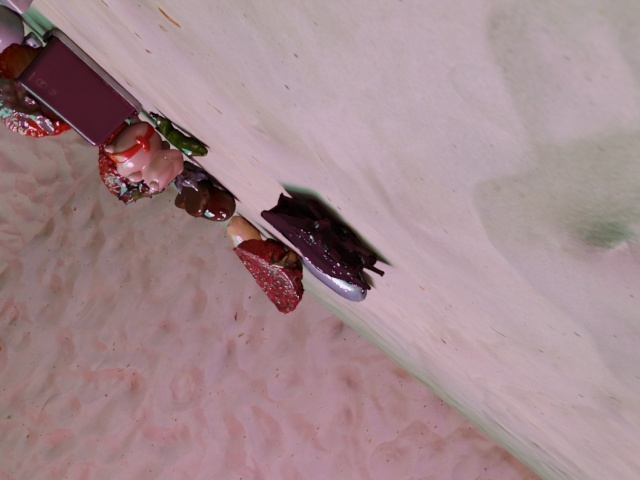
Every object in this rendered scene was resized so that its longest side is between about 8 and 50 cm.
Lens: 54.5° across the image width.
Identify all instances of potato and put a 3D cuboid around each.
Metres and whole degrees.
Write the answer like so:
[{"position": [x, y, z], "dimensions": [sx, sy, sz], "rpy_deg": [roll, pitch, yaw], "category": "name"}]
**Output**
[{"position": [-0.286, -0.015, 2.341], "dimensions": [0.109, 0.118, 0.178], "rpy_deg": [-18, 114, 40], "category": "potato"}]

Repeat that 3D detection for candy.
[{"position": [0.032, 0.075, 1.457], "dimensions": [0.174, 0.071, 0.138], "rpy_deg": [38, 172, 17], "category": "candy"}]

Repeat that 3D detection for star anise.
[{"position": [-0.437, -0.207, 1.859], "dimensions": [0.205, 0.061, 0.180], "rpy_deg": [10, -150, -11], "category": "star anise"}]

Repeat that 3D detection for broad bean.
[{"position": [-0.335, -0.242, 1.478], "dimensions": [0.195, 0.046, 0.061], "rpy_deg": [38, 175, 20], "category": "broad bean"}]

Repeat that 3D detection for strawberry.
[{"position": [-0.666, -0.291, 2.197], "dimensions": [0.288, 0.250, 0.239], "rpy_deg": [60, -152, 3], "category": "strawberry"}, {"position": [-0.805, -0.422, 1.775], "dimensions": [0.265, 0.149, 0.336], "rpy_deg": [48, -152, -22], "category": "strawberry"}]

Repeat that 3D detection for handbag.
[{"position": [0.002, -0.002, 1.154], "dimensions": [0.203, 0.074, 0.216], "rpy_deg": [42, 170, -21], "category": "handbag"}]

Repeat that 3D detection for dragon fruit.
[{"position": [-0.122, 0.097, 2.139], "dimensions": [0.205, 0.152, 0.316], "rpy_deg": [1, 131, 49], "category": "dragon fruit"}]

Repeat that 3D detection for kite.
[{"position": [-0.423, -0.289, 1.743], "dimensions": [0.141, 0.015, 0.245], "rpy_deg": [39, 172, -5], "category": "kite"}]

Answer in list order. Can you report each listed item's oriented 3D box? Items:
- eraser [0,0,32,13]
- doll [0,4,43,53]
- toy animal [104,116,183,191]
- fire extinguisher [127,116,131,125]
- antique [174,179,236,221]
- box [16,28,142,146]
[{"position": [-0.618, -0.540, 0.944], "dimensions": [0.213, 0.082, 0.397], "rpy_deg": [34, 171, 32], "category": "eraser"}, {"position": [-0.903, -0.588, 1.895], "dimensions": [0.287, 0.151, 0.151], "rpy_deg": [37, 176, -40], "category": "doll"}, {"position": [-0.489, -0.236, 1.727], "dimensions": [0.198, 0.171, 0.171], "rpy_deg": [40, 172, -4], "category": "toy animal"}, {"position": [-0.627, -0.397, 2.073], "dimensions": [0.100, 0.032, 0.046], "rpy_deg": [-157, 52, -65], "category": "fire extinguisher"}, {"position": [-0.364, -0.136, 1.977], "dimensions": [0.143, 0.121, 0.257], "rpy_deg": [11, -171, -37], "category": "antique"}, {"position": [-0.634, -0.386, 1.618], "dimensions": [0.294, 0.167, 0.193], "rpy_deg": [43, 170, -29], "category": "box"}]
